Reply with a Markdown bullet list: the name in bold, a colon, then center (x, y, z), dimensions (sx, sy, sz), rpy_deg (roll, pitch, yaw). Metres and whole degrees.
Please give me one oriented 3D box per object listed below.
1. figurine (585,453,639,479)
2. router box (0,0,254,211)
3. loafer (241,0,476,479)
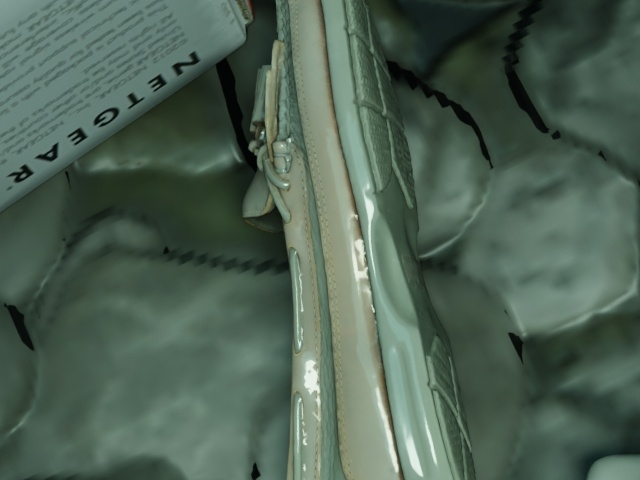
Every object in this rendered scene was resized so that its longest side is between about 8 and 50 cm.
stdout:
- **figurine**: center (0.165, 0.065, 0.282), dimensions (0.215, 0.092, 0.209), rpy_deg (-38, 65, 19)
- **router box**: center (-0.235, -0.078, 0.411), dimensions (0.335, 0.082, 0.301), rpy_deg (-34, 71, -1)
- **loafer**: center (0.000, 0.000, 0.370), dimensions (0.039, 0.045, 0.125), rpy_deg (-15, 75, 12)
